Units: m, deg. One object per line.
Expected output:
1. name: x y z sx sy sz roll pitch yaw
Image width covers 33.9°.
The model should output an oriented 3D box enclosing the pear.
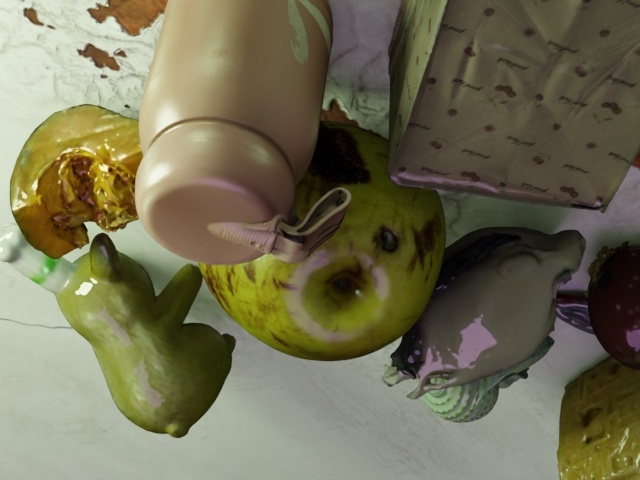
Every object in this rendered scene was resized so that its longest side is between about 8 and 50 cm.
1. pear: 0.000 0.000 1.142 0.284 0.283 0.283 4 141 3

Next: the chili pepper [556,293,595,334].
1. chili pepper: 0.367 0.101 1.404 0.153 0.041 0.050 18 98 -13

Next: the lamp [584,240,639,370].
1. lamp: 0.398 0.085 1.302 0.156 0.157 0.135 6 162 -21

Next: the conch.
1. conch: 0.214 0.156 1.426 0.131 0.200 0.172 44 125 15

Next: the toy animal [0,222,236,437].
1. toy animal: -0.260 0.087 1.398 0.181 0.180 0.363 -20 112 20

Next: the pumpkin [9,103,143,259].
1. pumpkin: -0.240 -0.091 1.203 0.248 0.126 0.131 -20 142 5

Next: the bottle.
1. bottle: -0.067 -0.118 0.993 0.206 0.297 0.173 14 139 -8

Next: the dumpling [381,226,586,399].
1. dumpling: 0.179 0.062 1.260 0.293 0.204 0.163 -38 117 13

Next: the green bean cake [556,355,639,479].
1. green bean cake: 0.434 0.276 1.468 0.131 0.224 0.229 22 142 -18

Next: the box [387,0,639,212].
1. box: 0.195 -0.196 0.946 0.225 0.190 0.297 9 142 -5
